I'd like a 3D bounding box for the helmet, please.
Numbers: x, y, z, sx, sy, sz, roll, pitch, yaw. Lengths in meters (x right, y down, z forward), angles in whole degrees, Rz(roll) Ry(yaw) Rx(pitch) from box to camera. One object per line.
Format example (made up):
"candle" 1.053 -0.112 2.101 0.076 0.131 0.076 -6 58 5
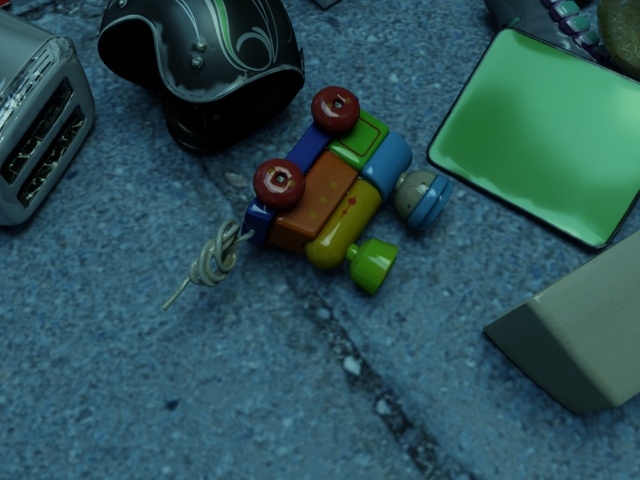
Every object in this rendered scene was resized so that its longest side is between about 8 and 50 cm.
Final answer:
"helmet" -0.111 -0.181 0.651 0.169 0.169 0.161 -31 81 -14

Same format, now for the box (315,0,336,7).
"box" -0.011 -0.386 0.747 0.119 0.182 0.181 -37 67 -17

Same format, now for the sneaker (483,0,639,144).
"sneaker" 0.212 -0.178 0.687 0.098 0.083 0.223 -31 66 -9

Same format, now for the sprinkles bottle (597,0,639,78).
"sprinkles bottle" 0.404 -0.274 0.672 0.121 0.121 0.355 41 58 21

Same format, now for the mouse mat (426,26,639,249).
"mouse mat" 0.210 -0.098 0.642 0.190 0.007 0.152 32 93 20

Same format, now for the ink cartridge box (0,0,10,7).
"ink cartridge box" -0.512 -0.275 0.670 0.272 0.130 0.309 19 40 11

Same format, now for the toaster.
"toaster" -0.312 -0.110 0.636 0.147 0.129 0.227 19 62 9

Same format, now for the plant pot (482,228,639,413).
"plant pot" 0.210 0.071 0.540 0.109 0.109 0.096 -29 77 -14

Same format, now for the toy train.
"toy train" 0.000 0.000 0.591 0.143 0.105 0.248 33 67 3
